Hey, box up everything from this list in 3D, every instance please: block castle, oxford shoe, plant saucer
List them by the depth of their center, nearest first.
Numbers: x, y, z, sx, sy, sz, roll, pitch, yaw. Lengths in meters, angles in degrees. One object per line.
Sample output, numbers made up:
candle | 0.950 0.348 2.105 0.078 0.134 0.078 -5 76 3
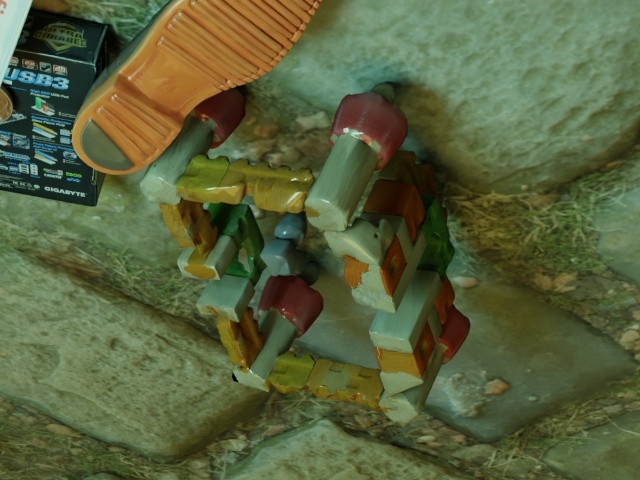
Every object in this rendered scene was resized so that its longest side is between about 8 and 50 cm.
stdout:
oxford shoe | -0.137 -0.225 1.871 0.363 0.133 0.130 -35 120 26
plant saucer | -0.397 -0.166 1.994 0.083 0.013 0.083 7 146 5
block castle | 0.000 0.000 2.088 0.303 0.213 0.453 9 143 26

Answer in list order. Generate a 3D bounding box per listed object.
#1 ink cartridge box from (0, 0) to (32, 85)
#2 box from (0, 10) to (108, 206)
ink cartridge box | -0.448 -0.286 1.802 0.289 0.121 0.211 20 126 -14
box | -0.404 -0.171 2.062 0.295 0.073 0.293 10 145 0
